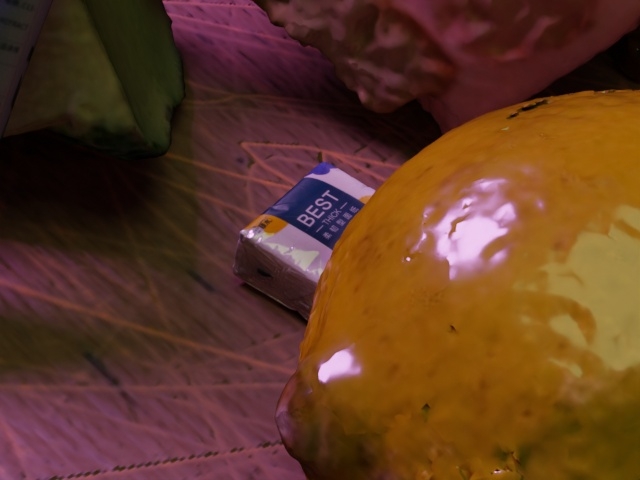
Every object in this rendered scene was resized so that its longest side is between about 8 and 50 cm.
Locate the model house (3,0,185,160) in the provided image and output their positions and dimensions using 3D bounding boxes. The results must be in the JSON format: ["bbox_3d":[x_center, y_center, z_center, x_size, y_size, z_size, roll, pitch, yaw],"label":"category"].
[{"bbox_3d":[-0.196,-0.133,0.878,0.189,0.195,0.214,-14,29,7],"label":"model house"}]

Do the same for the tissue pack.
[{"bbox_3d":[0.000,0.000,0.848,0.062,0.042,0.083,32,47,16],"label":"tissue pack"}]

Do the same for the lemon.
[{"bbox_3d":[0.120,0.064,0.654,0.310,0.258,0.258,-6,46,-34],"label":"lemon"}]

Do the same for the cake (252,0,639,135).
[{"bbox_3d":[0.110,-0.265,0.930,0.293,0.307,0.314,42,39,-10],"label":"cake"}]

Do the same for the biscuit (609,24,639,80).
[{"bbox_3d":[0.236,-0.172,1.091,0.124,0.026,0.175,5,44,-7],"label":"biscuit"}]

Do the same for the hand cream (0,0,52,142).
[{"bbox_3d":[-0.175,-0.078,0.747,0.088,0.256,0.055,18,13,-4],"label":"hand cream"}]
